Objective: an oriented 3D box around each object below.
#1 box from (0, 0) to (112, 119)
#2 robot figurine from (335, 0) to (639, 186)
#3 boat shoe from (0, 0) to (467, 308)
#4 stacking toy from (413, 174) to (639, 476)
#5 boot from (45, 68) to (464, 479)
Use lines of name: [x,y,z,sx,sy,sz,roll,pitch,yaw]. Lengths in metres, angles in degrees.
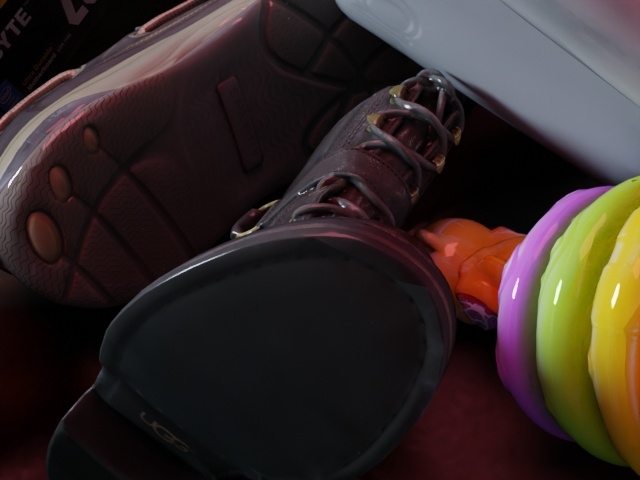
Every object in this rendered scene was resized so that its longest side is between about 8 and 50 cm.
box: [-0.232,-0.226,0.890,0.257,0.079,0.322,24,75,37]
robot figurine: [0.147,-0.136,0.592,0.353,0.200,0.300,34,33,1]
boat shoe: [-0.048,-0.092,0.710,0.355,0.132,0.130,-30,31,-33]
stacking toy: [0.132,0.030,0.492,0.302,0.175,0.166,12,68,53]
boot: [0.000,0.000,0.516,0.263,0.091,0.229,-38,12,51]
